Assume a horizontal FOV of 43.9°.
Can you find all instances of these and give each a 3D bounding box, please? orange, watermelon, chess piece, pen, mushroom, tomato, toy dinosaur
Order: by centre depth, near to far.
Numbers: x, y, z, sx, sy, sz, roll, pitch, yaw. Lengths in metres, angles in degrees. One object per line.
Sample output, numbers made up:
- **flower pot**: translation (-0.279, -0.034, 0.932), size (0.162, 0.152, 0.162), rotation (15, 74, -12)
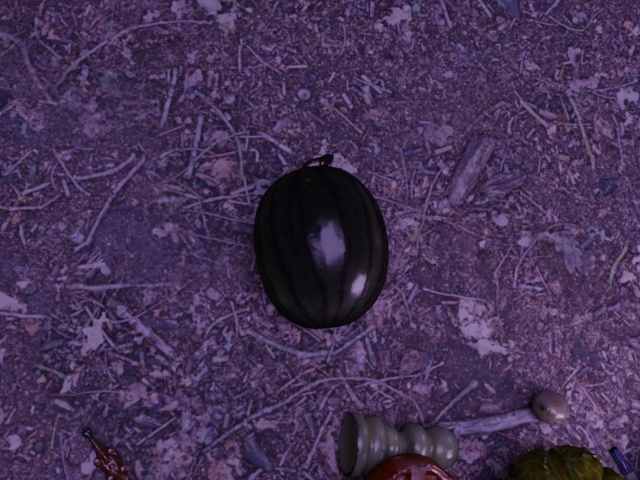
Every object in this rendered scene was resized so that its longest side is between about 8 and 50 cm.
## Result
- **tomato**: translation (0.159, 0.515, 1.561), size (0.237, 0.095, 0.236), rotation (-7, 112, -19)
- **toy dinosaur**: translation (-0.420, 0.431, 1.564), size (0.049, 0.055, 0.154), rotation (-36, 94, -13)
- **orange**: translation (0.493, 0.577, 1.619), size (0.300, 0.223, 0.301), rotation (39, 77, 11)
- **watermelon**: translation (0.000, 0.000, 1.623), size (0.279, 0.279, 0.359), rotation (-8, 80, -12)
- **chess piece**: translation (0.170, 0.430, 1.643), size (0.243, 0.133, 0.133), rotation (7, 77, -14)
- **mushroom**: translation (0.504, 0.369, 1.745), size (0.084, 0.067, 0.083), rotation (13, 40, -11)
- **pen**: translation (0.707, 0.550, 1.764), size (0.025, 0.025, 0.204), rotation (-30, 84, -15)
